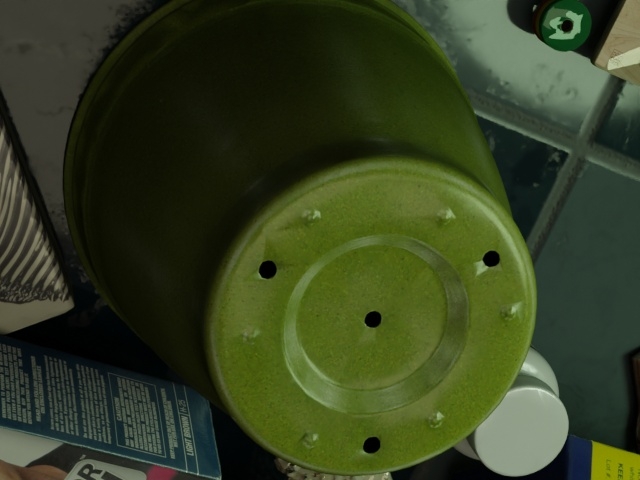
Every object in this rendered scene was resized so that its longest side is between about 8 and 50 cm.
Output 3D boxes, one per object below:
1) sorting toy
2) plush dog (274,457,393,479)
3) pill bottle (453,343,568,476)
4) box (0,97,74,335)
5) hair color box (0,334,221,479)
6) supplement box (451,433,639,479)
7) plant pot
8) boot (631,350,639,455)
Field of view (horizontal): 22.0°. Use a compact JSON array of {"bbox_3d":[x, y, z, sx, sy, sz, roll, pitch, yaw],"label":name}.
[{"bbox_3d":[0.324,-0.191,1.457,0.275,0.046,0.132,21,103,-19],"label":"sorting toy"},{"bbox_3d":[-0.022,0.305,1.430,0.225,0.210,0.262,-19,138,-1],"label":"plush dog"},{"bbox_3d":[0.146,0.129,1.450,0.112,0.186,0.112,-4,110,-12],"label":"pill bottle"},{"bbox_3d":[-0.295,-0.060,1.324,0.113,0.094,0.275,-21,113,-5],"label":"box"},{"bbox_3d":[-0.274,0.170,1.343,0.347,0.105,0.174,19,127,-30],"label":"hair color box"},{"bbox_3d":[0.308,0.330,1.511,0.357,0.195,0.194,19,64,-22],"label":"supplement box"},{"bbox_3d":[0.000,0.000,1.279,0.367,0.353,0.366,-4,109,-13],"label":"plant pot"},{"bbox_3d":[0.351,0.148,1.593,0.106,0.037,0.114,-8,106,-13],"label":"boot"}]
